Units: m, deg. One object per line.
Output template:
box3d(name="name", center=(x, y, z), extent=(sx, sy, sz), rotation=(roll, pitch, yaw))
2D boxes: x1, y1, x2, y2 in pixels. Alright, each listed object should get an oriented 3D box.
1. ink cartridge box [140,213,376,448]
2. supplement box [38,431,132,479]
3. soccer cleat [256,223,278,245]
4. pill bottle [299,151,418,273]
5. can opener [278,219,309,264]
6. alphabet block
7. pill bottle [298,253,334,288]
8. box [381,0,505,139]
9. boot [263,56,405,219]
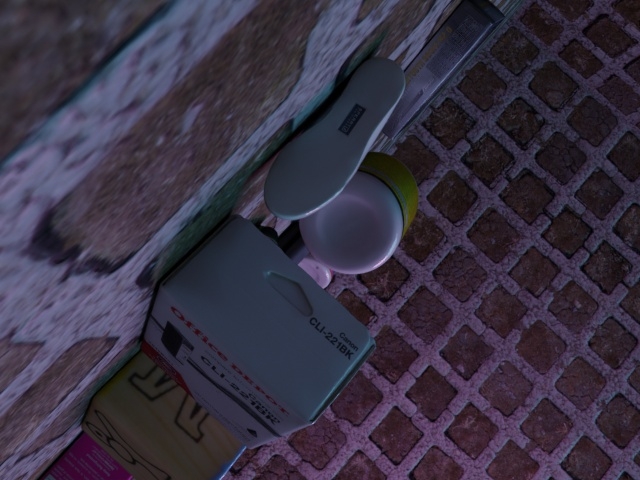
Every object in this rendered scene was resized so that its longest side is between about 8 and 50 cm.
box3d(name="ink cartridge box", center=(-0.086, 0.117, 0.747), extent=(0.114, 0.197, 0.273), rotation=(-47, 179, -29))
box3d(name="supplement box", center=(-0.378, 0.382, 1.125), extent=(0.220, 0.114, 0.111), rotation=(-46, 180, -4))
box3d(name="soccer cleat", center=(-0.080, 0.022, 0.885), extent=(0.060, 0.072, 0.179), rotation=(-48, 179, 11))
box3d(name="pill bottle", center=(0.092, -0.071, 1.306), extent=(0.188, 0.188, 0.334), rotation=(-48, 179, 23))
box3d(name="can opener", center=(-0.045, -0.023, 1.454), extent=(0.283, 0.075, 0.095), rotation=(-47, 147, -29))
box3d(name="alphabet block", center=(-0.203, 0.250, 0.971), extent=(0.193, 0.197, 0.192), rotation=(-47, 179, -38))
box3d(name="pill bottle", center=(0.000, 0.000, 1.581), extent=(0.124, 0.124, 0.222), rotation=(-49, -167, 50))
box3d(name="box", center=(0.187, -0.280, 1.067), extent=(0.231, 0.056, 0.183), rotation=(-49, 178, 30))
box3d(name="boot", center=(0.014, -0.089, 0.654), extent=(0.190, 0.069, 0.086), rotation=(-49, 177, -13))
